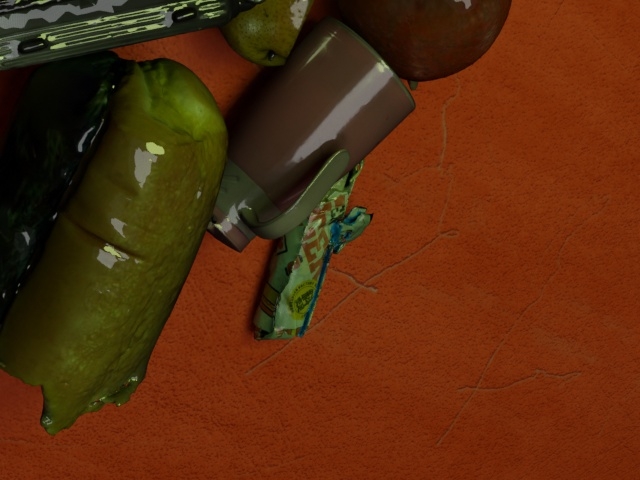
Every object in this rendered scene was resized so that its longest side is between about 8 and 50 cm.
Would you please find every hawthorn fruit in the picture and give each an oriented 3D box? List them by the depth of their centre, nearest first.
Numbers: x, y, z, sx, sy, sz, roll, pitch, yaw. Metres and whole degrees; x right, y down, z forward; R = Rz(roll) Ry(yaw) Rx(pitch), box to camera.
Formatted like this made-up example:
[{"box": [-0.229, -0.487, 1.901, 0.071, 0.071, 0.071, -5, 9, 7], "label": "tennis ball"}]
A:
[{"box": [0.116, -0.261, 1.474, 0.199, 0.199, 0.251, -26, 147, -18], "label": "hawthorn fruit"}]

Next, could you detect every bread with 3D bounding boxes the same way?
[{"box": [-0.228, -0.006, 1.317, 0.377, 0.208, 0.251, -65, 168, 16], "label": "bread"}]

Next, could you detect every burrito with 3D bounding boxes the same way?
[{"box": [0.000, 0.000, 1.595, 0.104, 0.054, 0.288, 9, 107, -34], "label": "burrito"}]

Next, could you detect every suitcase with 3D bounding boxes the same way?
[{"box": [-0.226, -0.252, 1.255, 0.312, 0.202, 0.128, -17, 110, -23], "label": "suitcase"}]

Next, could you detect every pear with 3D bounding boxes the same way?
[{"box": [-0.059, -0.259, 1.394, 0.104, 0.141, 0.141, 19, 103, -7], "label": "pear"}]

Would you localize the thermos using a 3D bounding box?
[{"box": [-0.028, -0.101, 1.457, 0.265, 0.176, 0.146, -47, 126, -5], "label": "thermos"}]
